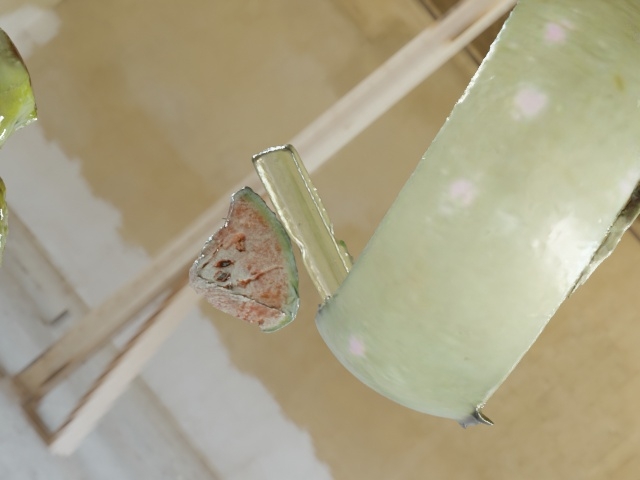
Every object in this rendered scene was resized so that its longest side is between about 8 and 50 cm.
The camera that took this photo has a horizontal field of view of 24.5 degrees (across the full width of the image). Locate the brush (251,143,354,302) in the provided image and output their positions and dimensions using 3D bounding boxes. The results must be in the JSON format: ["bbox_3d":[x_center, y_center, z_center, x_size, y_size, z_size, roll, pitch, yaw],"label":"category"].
[{"bbox_3d":[0.000,0.000,1.701,0.048,0.054,0.282,-83,152,-50],"label":"brush"}]

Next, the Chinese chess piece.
[{"bbox_3d":[0.139,-0.033,1.085,0.146,0.349,0.349,33,-3,3],"label":"Chinese chess piece"}]

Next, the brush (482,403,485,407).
[{"bbox_3d":[0.110,0.131,1.293,0.083,0.024,0.008,26,15,-21],"label":"brush"}]

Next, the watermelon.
[{"bbox_3d":[-0.108,0.033,1.846,0.071,0.139,0.187,-47,-122,55],"label":"watermelon"}]

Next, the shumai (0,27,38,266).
[{"bbox_3d":[-0.431,-0.121,1.521,0.304,0.263,0.309,18,-43,3],"label":"shumai"}]
